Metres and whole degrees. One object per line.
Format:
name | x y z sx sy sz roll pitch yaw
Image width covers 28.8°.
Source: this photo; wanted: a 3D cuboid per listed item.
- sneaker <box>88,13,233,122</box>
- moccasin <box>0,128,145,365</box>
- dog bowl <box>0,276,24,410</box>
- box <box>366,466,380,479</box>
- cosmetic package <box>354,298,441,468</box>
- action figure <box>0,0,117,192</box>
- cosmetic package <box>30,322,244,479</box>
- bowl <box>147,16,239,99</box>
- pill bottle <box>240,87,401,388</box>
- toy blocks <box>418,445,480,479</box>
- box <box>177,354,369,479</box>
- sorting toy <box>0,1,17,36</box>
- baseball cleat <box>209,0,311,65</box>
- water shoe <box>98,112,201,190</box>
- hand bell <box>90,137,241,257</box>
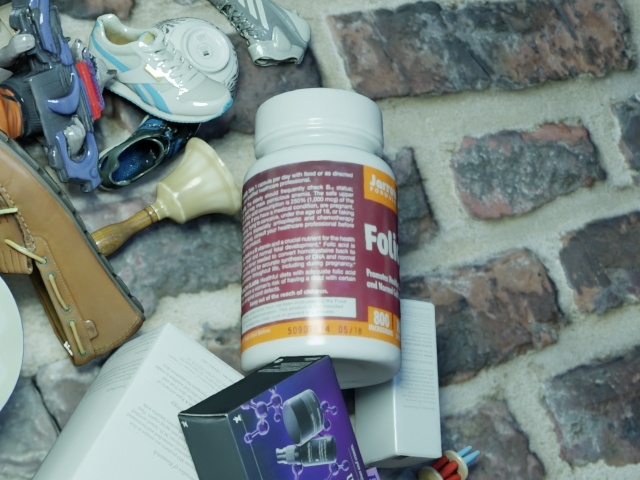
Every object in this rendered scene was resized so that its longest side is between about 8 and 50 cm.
sneaker | -0.228 -0.239 1.750 0.229 0.092 0.087 24 41 11
moccasin | -0.375 0.000 1.568 0.147 0.139 0.380 -38 124 -14
dog bowl | -0.494 0.125 1.485 0.265 0.104 0.264 4 82 -31
box | -0.010 0.448 1.664 0.243 0.117 0.213 -15 80 -33
cosmetic package | 0.110 0.210 1.820 0.086 0.117 0.231 8 70 -27
action figure | -0.427 -0.218 1.641 0.330 0.178 0.341 -17 106 -38
cosmetic package | -0.257 0.300 1.530 0.155 0.197 0.365 38 60 -17
bowl | -0.183 -0.269 1.849 0.170 0.080 0.170 11 67 -27
pill bottle | 0.000 0.000 1.768 0.224 0.224 0.392 9 69 -27
toy blocks | 0.196 0.379 1.844 0.148 0.054 0.123 -27 86 -34
box | -0.041 0.294 1.519 0.184 0.103 0.261 -25 102 -40
sorting toy | -0.430 -0.307 1.762 0.083 0.012 0.062 -32 90 -34
baseball cleat | -0.110 -0.338 1.922 0.206 0.072 0.109 24 69 -16
water shoe | -0.229 -0.135 1.760 0.203 0.080 0.073 -44 117 -25
hand bell | -0.243 -0.031 1.730 0.242 0.126 0.126 -33 90 -23
